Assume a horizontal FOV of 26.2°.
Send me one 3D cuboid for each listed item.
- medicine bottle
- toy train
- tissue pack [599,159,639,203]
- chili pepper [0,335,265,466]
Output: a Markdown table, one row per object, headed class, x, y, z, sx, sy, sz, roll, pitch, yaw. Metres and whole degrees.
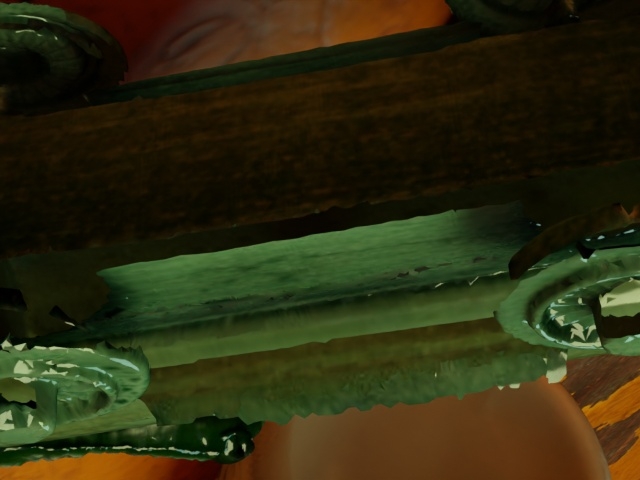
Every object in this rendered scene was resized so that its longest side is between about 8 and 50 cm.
| class | x | y | z | sx | sy | sz | roll | pitch | yaw |
| --- | --- | --- | --- | --- | --- | --- | --- | --- | --- |
| medicine bottle | 0.016 | 0.218 | 0.854 | 0.211 | 0.211 | 0.371 | -20 | 154 | -29 |
| toy train | 0.001 | 0.008 | 0.408 | 0.307 | 0.126 | 0.189 | -10 | 147 | 6 |
| tissue pack | 0.124 | -0.055 | 0.542 | 0.123 | 0.127 | 0.178 | -13 | 150 | -35 |
| chili pepper | -0.113 | 0.059 | 0.529 | 0.216 | 0.062 | 0.108 | -5 | -174 | -42 |
